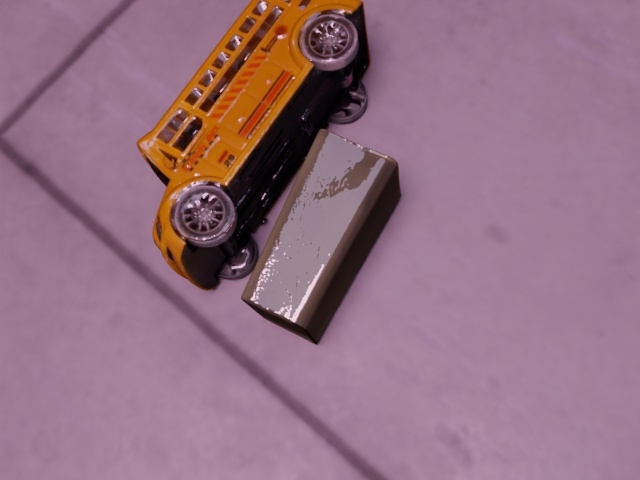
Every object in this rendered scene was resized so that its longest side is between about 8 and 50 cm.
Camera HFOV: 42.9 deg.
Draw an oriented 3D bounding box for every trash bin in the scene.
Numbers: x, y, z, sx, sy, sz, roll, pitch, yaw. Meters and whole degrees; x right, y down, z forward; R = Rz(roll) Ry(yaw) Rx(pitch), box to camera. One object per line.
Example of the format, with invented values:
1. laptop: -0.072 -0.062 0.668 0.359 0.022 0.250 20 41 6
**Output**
1. trash bin: 0.000 0.000 0.407 0.043 0.061 0.092 26 80 13

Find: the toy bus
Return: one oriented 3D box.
1. toy bus: -0.038 -0.057 0.425 0.074 0.069 0.162 31 78 15
